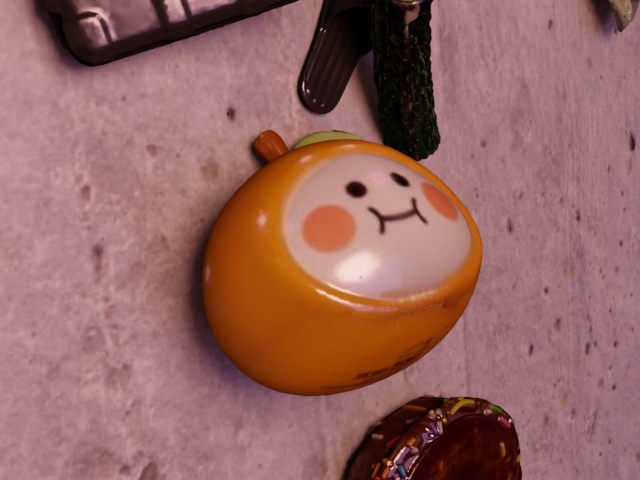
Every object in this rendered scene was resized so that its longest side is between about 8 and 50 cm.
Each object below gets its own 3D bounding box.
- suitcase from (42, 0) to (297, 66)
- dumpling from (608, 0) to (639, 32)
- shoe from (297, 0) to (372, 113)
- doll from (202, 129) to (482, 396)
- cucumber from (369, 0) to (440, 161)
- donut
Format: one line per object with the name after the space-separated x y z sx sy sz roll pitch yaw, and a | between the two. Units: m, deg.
-0.114 -0.275 0.503 0.206 0.066 0.285 -21 112 -12 | suitcase
0.347 -0.353 0.909 0.108 0.152 0.219 1 116 2 | dumpling
0.030 -0.185 0.689 0.062 0.053 0.159 26 82 -36 | shoe
0.000 0.000 0.621 0.213 0.213 0.236 -2 53 -40 | doll
0.074 -0.148 0.687 0.058 0.058 0.187 -49 150 -24 | cucumber
0.108 0.261 0.792 0.235 0.089 0.235 -8 102 -39 | donut
